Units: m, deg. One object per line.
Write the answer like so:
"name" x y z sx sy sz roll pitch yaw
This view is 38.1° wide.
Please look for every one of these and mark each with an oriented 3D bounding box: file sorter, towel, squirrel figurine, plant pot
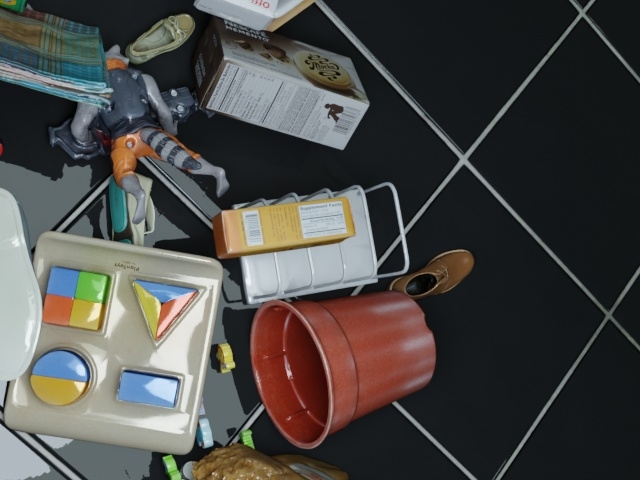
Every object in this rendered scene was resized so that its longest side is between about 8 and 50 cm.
"file sorter" 0.000 0.000 1.753 0.278 0.173 0.192 -9 87 -23
"towel" -0.480 -0.325 1.505 0.272 0.370 0.040 13 113 -22
"squirrel figurine" -0.114 0.565 1.599 0.397 0.281 0.370 26 89 -28
"plant pot" 0.051 0.215 1.716 0.265 0.272 0.272 -12 88 -32

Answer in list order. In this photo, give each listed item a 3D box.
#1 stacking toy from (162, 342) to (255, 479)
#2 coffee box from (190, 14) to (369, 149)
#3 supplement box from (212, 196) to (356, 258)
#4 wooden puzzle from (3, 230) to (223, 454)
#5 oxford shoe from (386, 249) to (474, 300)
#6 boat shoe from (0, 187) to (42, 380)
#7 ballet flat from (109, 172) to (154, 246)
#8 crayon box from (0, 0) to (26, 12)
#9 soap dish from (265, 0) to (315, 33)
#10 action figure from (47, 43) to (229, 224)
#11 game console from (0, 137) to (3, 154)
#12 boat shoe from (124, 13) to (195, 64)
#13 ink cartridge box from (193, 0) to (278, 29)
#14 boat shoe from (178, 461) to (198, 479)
"stacking toy" -0.217 0.309 1.668 0.167 0.052 0.221 -12 79 -26
"coffee box" -0.078 -0.295 1.735 0.297 0.118 0.168 14 36 -25
"supplement box" -0.062 -0.022 1.595 0.234 0.078 0.080 -5 83 -21
"wooden puzzle" -0.348 0.177 1.565 0.322 0.080 0.347 10 89 -6
"oxford shoe" 0.241 0.076 1.901 0.212 0.076 0.076 -26 93 -25
"boat shoe" -0.521 0.075 1.544 0.116 0.099 0.319 -8 80 -8
"ballet flat" -0.335 -0.002 1.665 0.086 0.086 0.248 5 81 -23
"crayon box" -0.551 -0.542 1.589 0.165 0.081 0.278 17 60 -19
"soap dish" -0.075 -0.563 1.816 0.291 0.118 0.229 -41 100 -21
"action figure" -0.286 -0.215 1.639 0.341 0.178 0.330 -28 72 -28
"game console" -0.645 -0.240 1.413 0.060 0.342 0.386 -43 101 -25
"boat shoe" -0.296 -0.382 1.738 0.153 0.048 0.056 -33 97 -23
"ink cartridge box" -0.135 -0.498 1.675 0.140 0.082 0.190 16 79 -19
"boat shoe" -0.198 0.436 1.689 0.125 0.038 0.046 20 58 -20
